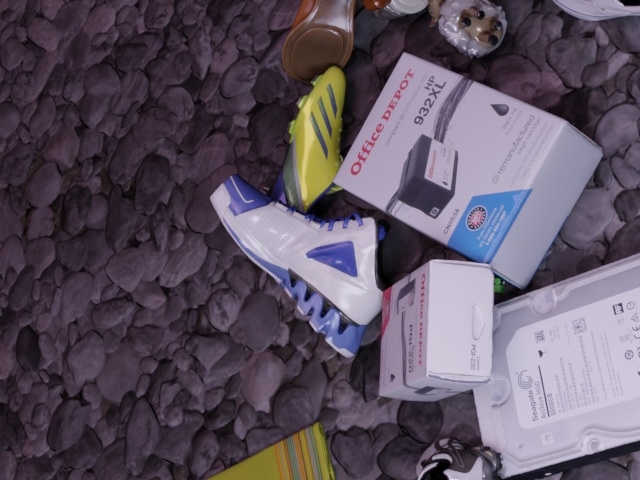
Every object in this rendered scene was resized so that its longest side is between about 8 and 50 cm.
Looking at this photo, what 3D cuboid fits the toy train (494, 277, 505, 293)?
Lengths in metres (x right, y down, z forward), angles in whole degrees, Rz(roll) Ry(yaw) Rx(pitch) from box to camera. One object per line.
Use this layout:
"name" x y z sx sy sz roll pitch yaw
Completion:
"toy train" 0.223 0.063 1.805 0.083 0.017 0.023 1 87 38

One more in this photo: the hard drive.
"hard drive" 0.352 0.160 1.644 0.339 0.064 0.237 -23 62 32

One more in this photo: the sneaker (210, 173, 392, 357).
"sneaker" 0.001 0.001 1.906 0.182 0.127 0.315 -43 83 4

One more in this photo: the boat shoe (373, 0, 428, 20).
"boat shoe" 0.135 -0.491 1.995 0.091 0.109 0.305 -11 67 64

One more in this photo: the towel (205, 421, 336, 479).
"towel" -0.079 0.366 1.944 0.237 0.021 0.102 -31 53 28

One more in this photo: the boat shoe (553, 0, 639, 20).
"boat shoe" 0.416 -0.350 1.743 0.258 0.084 0.095 11 83 40

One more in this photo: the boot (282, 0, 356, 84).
"boot" 0.014 -0.410 2.055 0.109 0.283 0.220 10 47 0

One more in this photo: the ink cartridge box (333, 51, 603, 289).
"ink cartridge box" 0.200 -0.104 1.800 0.307 0.129 0.223 31 93 40

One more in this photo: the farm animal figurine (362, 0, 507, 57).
"farm animal figurine" 0.164 -0.468 1.849 0.330 0.327 0.172 -67 17 6

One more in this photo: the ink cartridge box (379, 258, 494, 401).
"ink cartridge box" 0.152 0.125 1.717 0.218 0.092 0.158 140 135 -69

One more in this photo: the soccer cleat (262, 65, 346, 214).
"soccer cleat" -0.004 -0.132 2.018 0.121 0.093 0.289 20 83 10

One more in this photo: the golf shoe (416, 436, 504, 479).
"golf shoe" 0.159 0.301 1.689 0.198 0.094 0.077 154 110 -66
